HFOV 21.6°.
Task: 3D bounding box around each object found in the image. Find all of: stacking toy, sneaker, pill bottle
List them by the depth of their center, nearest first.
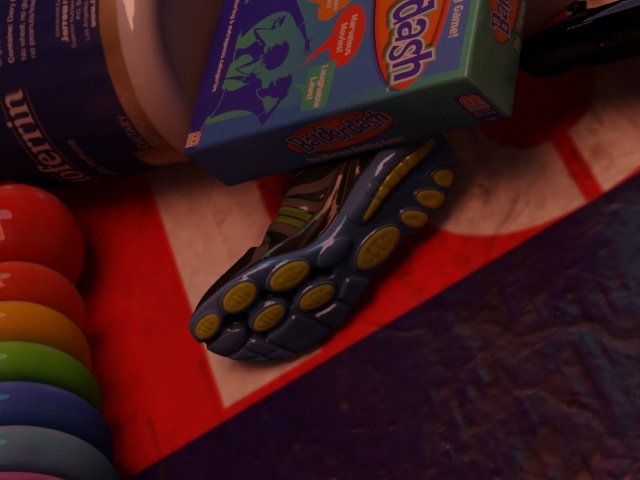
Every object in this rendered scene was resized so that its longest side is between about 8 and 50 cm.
[{"bbox_3d":[0.000,0.000,0.996,0.188,0.067,0.078,-45,26,0],"label":"sneaker"},{"bbox_3d":[-0.183,0.091,0.998,0.141,0.141,0.330,-24,46,16],"label":"stacking toy"},{"bbox_3d":[-0.184,-0.110,1.117,0.265,0.153,0.153,-9,55,28],"label":"pill bottle"}]

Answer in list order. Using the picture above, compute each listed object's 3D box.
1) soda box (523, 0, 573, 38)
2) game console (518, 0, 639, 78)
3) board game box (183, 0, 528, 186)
[{"bbox_3d":[0.174,-0.220,1.023,0.216,0.069,0.074,-37,47,6],"label":"soda box"},{"bbox_3d":[0.254,-0.143,0.854,0.361,0.213,0.044,-14,91,39],"label":"game console"},{"bbox_3d":[0.024,-0.127,0.985,0.210,0.047,0.160,-12,55,38],"label":"board game box"}]
